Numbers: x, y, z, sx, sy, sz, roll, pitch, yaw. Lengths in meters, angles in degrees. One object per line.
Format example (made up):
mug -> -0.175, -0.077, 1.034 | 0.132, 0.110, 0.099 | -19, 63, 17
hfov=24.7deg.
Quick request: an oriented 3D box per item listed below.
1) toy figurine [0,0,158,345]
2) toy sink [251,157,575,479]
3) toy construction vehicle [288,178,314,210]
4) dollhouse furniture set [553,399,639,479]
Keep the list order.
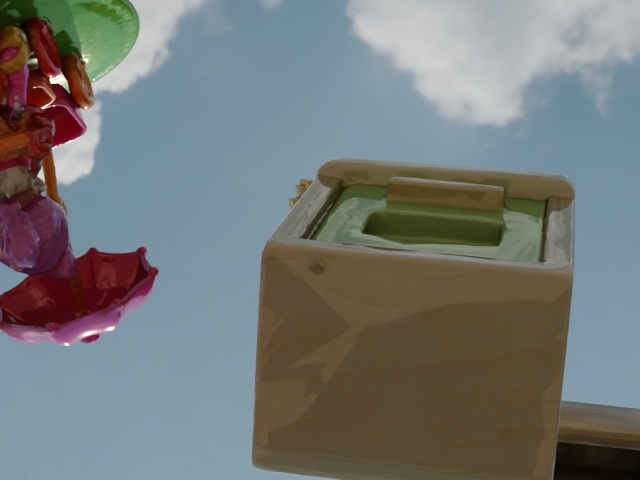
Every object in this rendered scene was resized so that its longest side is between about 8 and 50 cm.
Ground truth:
toy figurine -> -0.133, -0.030, 0.683 | 0.130, 0.173, 0.159 | -20, -107, 4
toy sink -> 0.061, 0.031, 0.812 | 0.152, 0.234, 0.131 | 6, -74, 10
toy construction vehicle -> 0.000, 0.000, 0.977 | 0.035, 0.098, 0.086 | -14, -71, -22
dollhouse furniture set -> 0.189, 0.233, 0.927 | 0.212, 0.242, 0.161 | 7, -67, -7
